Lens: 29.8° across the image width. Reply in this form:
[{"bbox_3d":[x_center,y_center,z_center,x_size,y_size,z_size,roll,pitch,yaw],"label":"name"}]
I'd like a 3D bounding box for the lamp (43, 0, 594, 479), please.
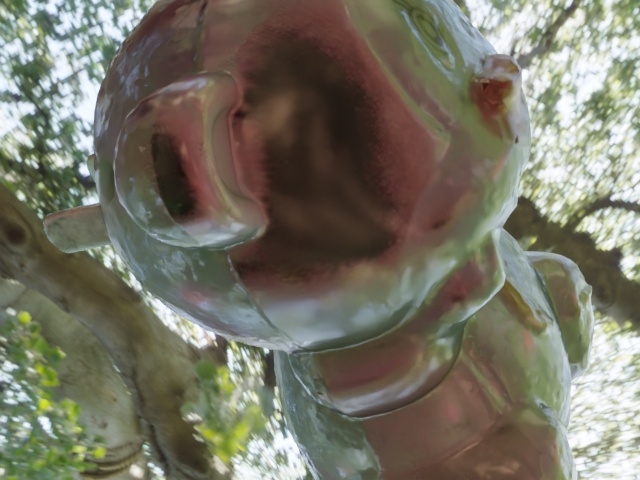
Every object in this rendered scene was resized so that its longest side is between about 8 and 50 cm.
[{"bbox_3d":[0.000,0.000,0.595,0.247,0.301,0.247,-9,-144,29],"label":"lamp"}]
